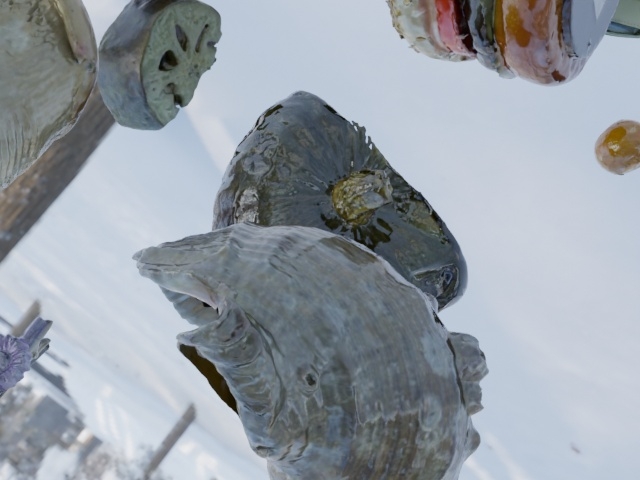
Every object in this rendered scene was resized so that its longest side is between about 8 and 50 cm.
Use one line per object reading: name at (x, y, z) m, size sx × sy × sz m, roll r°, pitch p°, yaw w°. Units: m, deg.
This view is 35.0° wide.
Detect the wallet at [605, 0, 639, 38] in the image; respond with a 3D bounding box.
wallet at (0.442, -0.368, 1.504) m, size 0.110 × 0.155 × 0.039 m, roll 17°, pitch 150°, yaw 9°

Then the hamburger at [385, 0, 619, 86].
hamburger at (0.243, -0.364, 1.288) m, size 0.250 × 0.330 × 0.330 m, roll 19°, pitch 158°, yaw 25°

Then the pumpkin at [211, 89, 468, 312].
pumpkin at (0.000, 0.000, 1.183) m, size 0.325 × 0.232 × 0.242 m, roll 44°, pitch 155°, yaw 9°

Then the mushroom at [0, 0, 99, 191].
mushroom at (-0.214, -0.011, 0.459) m, size 0.095 × 0.351 × 0.122 m, roll 20°, pitch 137°, yaw 13°

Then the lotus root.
lotus root at (-0.259, -0.295, 1.606) m, size 0.119 × 0.234 × 0.138 m, roll 12°, pitch 162°, yaw 47°

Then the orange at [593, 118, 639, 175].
orange at (0.415, -0.128, 1.387) m, size 0.070 × 0.083 × 0.083 m, roll 62°, pitch 169°, yaw 13°

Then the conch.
conch at (-0.007, 0.083, 0.840) m, size 0.297 × 0.210 × 0.352 m, roll 35°, pitch 157°, yaw 35°

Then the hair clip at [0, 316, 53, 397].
hair clip at (-0.525, 0.239, 1.612) m, size 0.106 × 0.292 × 0.084 m, roll 16°, pitch 143°, yaw 19°
